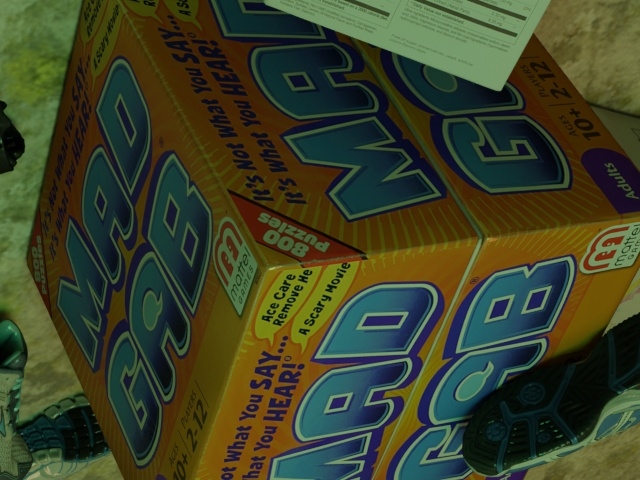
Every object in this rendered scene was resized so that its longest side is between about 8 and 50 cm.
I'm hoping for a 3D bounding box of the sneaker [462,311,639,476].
[{"bbox_3d":[0.214,0.141,1.471,0.211,0.080,0.081,-26,142,-7],"label":"sneaker"}]

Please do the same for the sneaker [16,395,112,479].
[{"bbox_3d":[-0.276,0.220,1.852,0.191,0.071,0.083,-20,150,0],"label":"sneaker"}]

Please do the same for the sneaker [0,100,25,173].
[{"bbox_3d":[-0.287,-0.057,1.510,0.085,0.058,0.152,-10,133,-13],"label":"sneaker"}]

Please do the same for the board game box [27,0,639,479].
[{"bbox_3d":[0.000,0.000,1.523,0.356,0.356,0.356,-8,138,-28],"label":"board game box"}]

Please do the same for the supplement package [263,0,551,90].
[{"bbox_3d":[0.099,-0.294,1.325,0.198,0.199,0.262,19,128,-10],"label":"supplement package"}]

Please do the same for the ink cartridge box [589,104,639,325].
[{"bbox_3d":[0.310,-0.020,1.917,0.353,0.119,0.207,9,129,-41],"label":"ink cartridge box"}]

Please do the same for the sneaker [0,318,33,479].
[{"bbox_3d":[-0.317,0.143,1.689,0.122,0.110,0.283,-31,144,-4],"label":"sneaker"}]
